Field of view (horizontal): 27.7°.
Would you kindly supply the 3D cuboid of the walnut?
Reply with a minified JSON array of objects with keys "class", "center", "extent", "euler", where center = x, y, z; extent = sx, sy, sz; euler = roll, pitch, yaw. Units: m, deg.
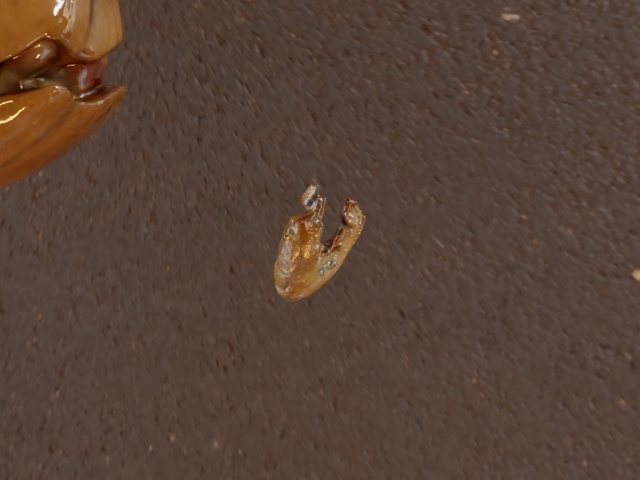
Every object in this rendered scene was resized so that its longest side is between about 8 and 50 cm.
[{"class":"walnut","center":[-0.286,-0.115,0.837],"extent":[0.336,0.209,0.209],"euler":[-13,106,10]}]

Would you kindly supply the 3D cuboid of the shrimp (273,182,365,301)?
[{"class":"shrimp","center":[-0.004,-0.002,1.511],"extent":[0.052,0.187,0.132],"euler":[38,61,18]}]
